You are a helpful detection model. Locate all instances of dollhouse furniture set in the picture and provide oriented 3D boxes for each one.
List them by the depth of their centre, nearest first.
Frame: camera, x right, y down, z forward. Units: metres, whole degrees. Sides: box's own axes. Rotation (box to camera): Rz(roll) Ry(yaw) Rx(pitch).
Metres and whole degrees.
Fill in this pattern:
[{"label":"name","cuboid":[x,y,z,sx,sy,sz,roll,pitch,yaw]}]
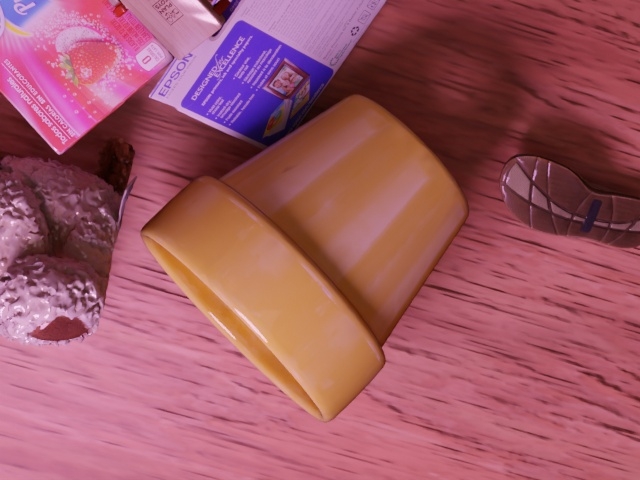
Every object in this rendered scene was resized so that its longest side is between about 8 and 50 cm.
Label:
[{"label":"dollhouse furniture set","cuboid":[-0.092,-0.288,1.597,0.135,0.259,0.262,45,139,-13]}]

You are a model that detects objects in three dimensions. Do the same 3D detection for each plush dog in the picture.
[{"label":"plush dog","cuboid":[-0.303,-0.021,1.715,0.225,0.262,0.210,16,84,-11]}]

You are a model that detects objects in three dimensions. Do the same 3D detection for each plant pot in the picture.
[{"label":"plant pot","cuboid":[0.000,0.000,1.745,0.239,0.254,0.254,-45,104,-9]}]

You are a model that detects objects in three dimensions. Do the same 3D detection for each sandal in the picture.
[{"label":"sandal","cuboid":[0.250,-0.040,1.847,0.180,0.049,0.072,17,109,-24]}]

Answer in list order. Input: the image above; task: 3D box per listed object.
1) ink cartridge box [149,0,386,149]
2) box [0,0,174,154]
[{"label":"ink cartridge box","cuboid":[-0.050,-0.196,1.715,0.206,0.045,0.208,-54,146,10]},{"label":"box","cuboid":[-0.280,-0.245,1.691,0.142,0.154,0.300,-39,106,7]}]
